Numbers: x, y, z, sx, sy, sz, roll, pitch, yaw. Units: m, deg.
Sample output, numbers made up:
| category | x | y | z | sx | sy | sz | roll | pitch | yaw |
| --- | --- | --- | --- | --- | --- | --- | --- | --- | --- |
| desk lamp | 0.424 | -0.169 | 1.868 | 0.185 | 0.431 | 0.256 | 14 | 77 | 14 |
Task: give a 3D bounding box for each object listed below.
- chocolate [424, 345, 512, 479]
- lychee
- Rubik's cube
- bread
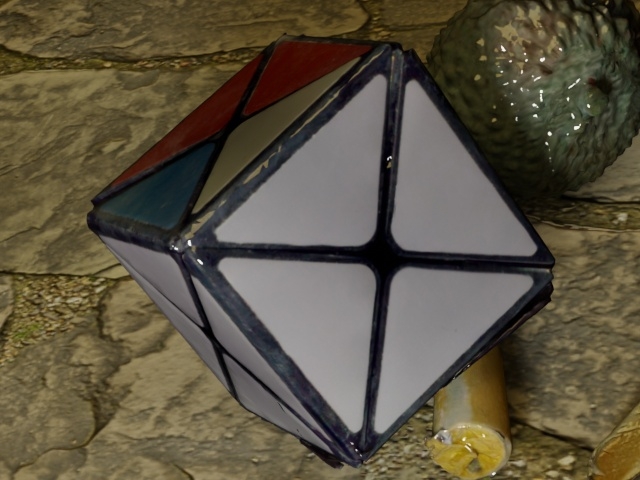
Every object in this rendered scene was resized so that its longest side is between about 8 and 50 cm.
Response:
| category | x | y | z | sx | sy | sz | roll | pitch | yaw |
| --- | --- | --- | --- | --- | --- | --- | --- | --- | --- |
| chocolate | 0.151 | 0.135 | 1.654 | 0.086 | 0.085 | 0.219 | -12 | 38 | 15 |
| lychee | 0.231 | -0.174 | 1.776 | 0.255 | 0.255 | 0.274 | -30 | 29 | -3 |
| Rubik's cube | 0.000 | 0.000 | 1.640 | 0.307 | 0.310 | 0.305 | -42 | 21 | -15 |
| bread | 0.334 | 0.169 | 1.547 | 0.214 | 0.053 | 0.073 | -42 | 43 | -12 |
